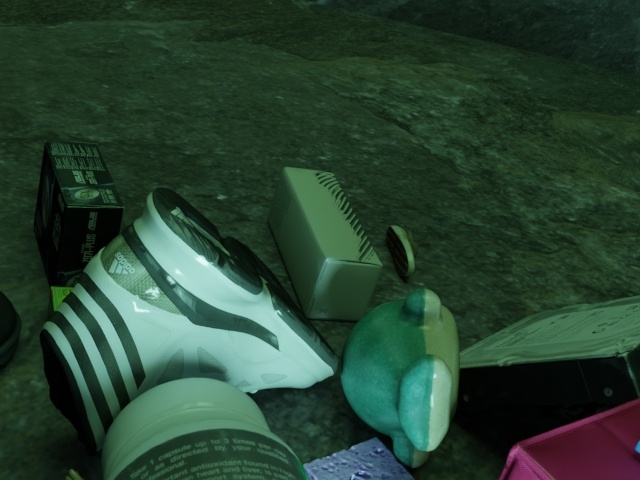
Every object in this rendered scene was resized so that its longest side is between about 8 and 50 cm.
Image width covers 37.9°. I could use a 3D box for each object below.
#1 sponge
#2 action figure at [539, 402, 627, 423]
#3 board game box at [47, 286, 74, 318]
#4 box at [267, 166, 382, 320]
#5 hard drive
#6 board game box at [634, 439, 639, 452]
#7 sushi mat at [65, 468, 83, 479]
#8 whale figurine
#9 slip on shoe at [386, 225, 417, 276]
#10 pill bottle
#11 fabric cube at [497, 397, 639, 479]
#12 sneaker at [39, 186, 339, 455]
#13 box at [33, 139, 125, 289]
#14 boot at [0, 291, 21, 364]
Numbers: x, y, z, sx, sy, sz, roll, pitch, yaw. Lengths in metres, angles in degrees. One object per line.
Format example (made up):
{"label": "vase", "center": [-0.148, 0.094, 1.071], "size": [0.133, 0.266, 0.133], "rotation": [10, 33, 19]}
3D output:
{"label": "sponge", "center": [0.081, 0.312, 1.030], "size": [0.117, 0.031, 0.210], "rotation": [-9, 38, -38]}
{"label": "action figure", "center": [0.384, 0.258, 1.166], "size": [0.164, 0.141, 0.276], "rotation": [28, 19, -27]}
{"label": "board game box", "center": [-0.279, 0.128, 1.144], "size": [0.092, 0.043, 0.181], "rotation": [4, 32, -24]}
{"label": "box", "center": [0.000, 0.000, 1.445], "size": [0.094, 0.113, 0.275], "rotation": [6, 32, -21]}
{"label": "hard drive", "center": [0.326, 0.136, 1.177], "size": [0.237, 0.064, 0.339], "rotation": [-21, 1, -33]}
{"label": "board game box", "center": [0.418, 0.209, 0.852], "size": [0.210, 0.047, 0.160], "rotation": [35, 32, 28]}
{"label": "sushi mat", "center": [-0.170, 0.286, 0.692], "size": [0.019, 0.151, 0.316], "rotation": [25, -8, -28]}
{"label": "whale figurine", "center": [0.093, 0.163, 1.107], "size": [0.141, 0.216, 0.272], "rotation": [4, 6, 2]}
{"label": "slip on shoe", "center": [0.144, 0.017, 1.556], "size": [0.041, 0.051, 0.135], "rotation": [6, 23, -13]}
{"label": "pill bottle", "center": [-0.085, 0.283, 0.794], "size": [0.204, 0.204, 0.361], "rotation": [5, 23, -21]}
{"label": "fabric cube", "center": [0.302, 0.336, 0.876], "size": [0.259, 0.254, 0.258], "rotation": [-8, 39, -38]}
{"label": "sneaker", "center": [-0.158, 0.125, 1.057], "size": [0.169, 0.257, 0.447], "rotation": [50, 2, 30]}
{"label": "box", "center": [-0.336, -0.031, 1.281], "size": [0.077, 0.147, 0.180], "rotation": [1, 33, -28]}
{"label": "boot", "center": [-0.462, -0.045, 0.930], "size": [0.367, 0.445, 0.146], "rotation": [-7, 37, -36]}
